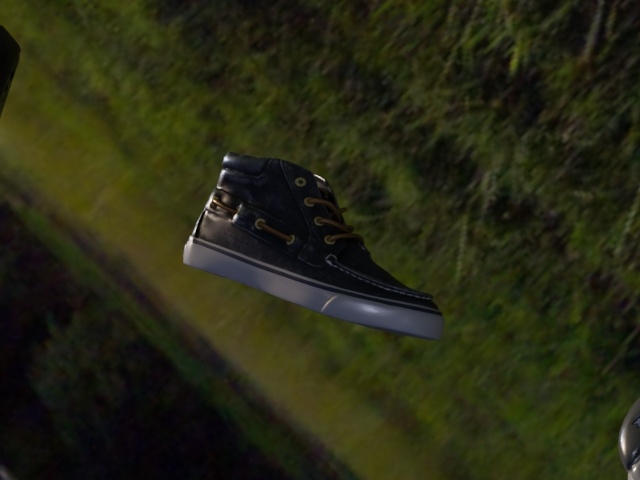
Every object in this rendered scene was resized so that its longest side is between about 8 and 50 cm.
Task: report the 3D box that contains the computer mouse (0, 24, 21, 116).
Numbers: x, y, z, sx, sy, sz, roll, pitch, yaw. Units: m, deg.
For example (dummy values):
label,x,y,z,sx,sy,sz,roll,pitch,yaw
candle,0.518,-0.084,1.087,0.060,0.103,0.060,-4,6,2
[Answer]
label,x,y,z,sx,sy,sz,roll,pitch,yaw
computer mouse,-0.129,0.003,0.305,0.060,0.262,0.184,19,137,-14

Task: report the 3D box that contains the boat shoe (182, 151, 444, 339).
label,x,y,z,sx,sy,sz,roll,pitch,yaw
boat shoe,0.000,0.000,0.731,0.183,0.083,0.065,18,178,29

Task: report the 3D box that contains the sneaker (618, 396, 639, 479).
label,x,y,z,sx,sy,sz,roll,pitch,yaw
sneaker,0.304,0.181,0.658,0.297,0.111,0.129,32,157,26
